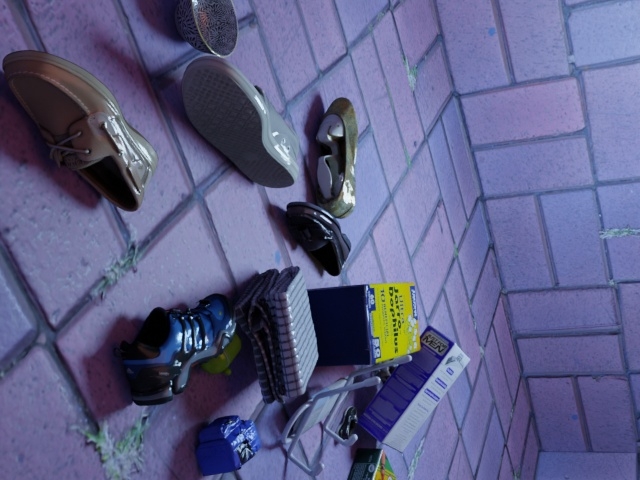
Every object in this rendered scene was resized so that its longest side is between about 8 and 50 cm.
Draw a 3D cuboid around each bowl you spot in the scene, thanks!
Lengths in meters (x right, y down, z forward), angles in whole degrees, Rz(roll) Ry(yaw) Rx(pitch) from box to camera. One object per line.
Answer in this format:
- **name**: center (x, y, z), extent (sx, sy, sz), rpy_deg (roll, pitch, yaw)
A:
- **bowl**: center (-0.246, -0.454, 1.651), extent (0.170, 0.080, 0.170), rpy_deg (24, 63, -60)

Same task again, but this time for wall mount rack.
- **wall mount rack**: center (0.060, 0.385, 1.897), extent (0.304, 0.130, 0.350), rpy_deg (-63, 161, 19)

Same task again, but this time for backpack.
- **backpack**: center (-0.175, 0.394, 1.578), extent (0.120, 0.097, 0.101), rpy_deg (-19, 97, -63)

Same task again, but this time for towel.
- **towel**: center (-0.090, 0.197, 1.726), extent (0.284, 0.121, 0.235), rpy_deg (-61, 142, -77)

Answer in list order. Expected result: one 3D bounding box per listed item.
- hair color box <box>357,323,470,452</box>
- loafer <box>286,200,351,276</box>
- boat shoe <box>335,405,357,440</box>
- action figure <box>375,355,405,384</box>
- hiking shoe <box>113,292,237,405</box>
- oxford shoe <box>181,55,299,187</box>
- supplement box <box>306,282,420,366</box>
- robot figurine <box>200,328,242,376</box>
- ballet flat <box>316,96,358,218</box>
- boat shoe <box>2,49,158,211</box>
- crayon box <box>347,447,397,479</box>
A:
- **hair color box**: center (0.265, 0.419, 2.260), extent (0.339, 0.110, 0.185), rpy_deg (-51, 148, -4)
- **loafer**: center (0.000, 0.000, 2.027), extent (0.302, 0.109, 0.095), rpy_deg (44, 50, -57)
- **boat shoe**: center (0.079, 0.487, 2.142), extent (0.125, 0.038, 0.046), rpy_deg (-48, 126, -57)
- **action figure**: center (0.242, 0.413, 2.433), extent (0.185, 0.099, 0.285), rpy_deg (-50, 125, -45)
- **hiking shoe**: center (-0.249, 0.165, 1.461), extent (0.304, 0.113, 0.132), rpy_deg (-53, 131, -55)
- **oxford shoe**: center (-0.158, -0.260, 1.695), extent (0.449, 0.169, 0.130), rpy_deg (50, 44, -60)
- **supplement box**: center (0.106, 0.213, 2.085), extent (0.356, 0.195, 0.194), rpy_deg (3, 81, -64)
- **robot figurine**: center (-0.201, 0.219, 1.598), extent (0.101, 0.067, 0.115), rpy_deg (68, 30, -20)
- **ballet flat**: center (0.036, -0.233, 2.154), extent (0.123, 0.123, 0.349), rpy_deg (23, 63, -61)
- **boat shoe**: center (-0.373, -0.166, 1.276), extent (0.341, 0.121, 0.110), rpy_deg (48, 42, -52)
- **crayon box**: center (0.160, 0.751, 2.200), extent (0.319, 0.081, 0.202), rpy_deg (68, 30, -30)
